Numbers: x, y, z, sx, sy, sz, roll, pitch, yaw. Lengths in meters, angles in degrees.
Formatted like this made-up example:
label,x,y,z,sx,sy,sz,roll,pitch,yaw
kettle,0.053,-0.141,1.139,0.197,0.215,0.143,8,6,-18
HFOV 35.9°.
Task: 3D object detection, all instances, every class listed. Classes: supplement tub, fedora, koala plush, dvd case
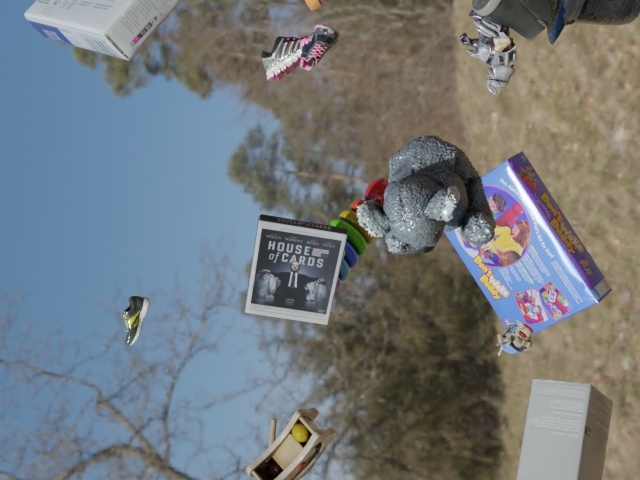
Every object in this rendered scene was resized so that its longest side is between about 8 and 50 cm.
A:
label,x,y,z,sx,sy,sz,roll,pitch,yaw
supplement tub,0.000,0.000,2.055,0.071,0.071,0.107,90,158,-49
fedora,0.532,-0.499,1.830,0.334,0.153,0.334,15,-90,-85
koala plush,0.163,-0.060,1.621,0.221,0.196,0.203,-33,-67,-63
dvd case,-0.052,0.063,2.005,0.029,0.179,0.238,-85,5,-54

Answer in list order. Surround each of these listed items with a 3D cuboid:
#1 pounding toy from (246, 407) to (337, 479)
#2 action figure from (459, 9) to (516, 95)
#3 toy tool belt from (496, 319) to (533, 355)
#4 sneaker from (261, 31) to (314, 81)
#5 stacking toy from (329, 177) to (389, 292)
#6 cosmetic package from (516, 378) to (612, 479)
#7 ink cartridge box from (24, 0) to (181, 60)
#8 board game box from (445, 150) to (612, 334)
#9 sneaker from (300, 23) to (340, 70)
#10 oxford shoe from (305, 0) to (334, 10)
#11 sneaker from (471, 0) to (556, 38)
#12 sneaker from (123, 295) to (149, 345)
label,x,y,z,sx,sy,sz,roll,pitch,yaw
pounding toy,-0.099,0.467,2.222,0.154,0.155,0.269,-13,-38,-51
action figure,0.287,-0.388,1.707,0.185,0.099,0.285,135,130,-81
toy tool belt,0.295,0.155,1.506,0.051,0.052,0.083,-47,-6,-9
sneaker,-0.057,-0.410,2.084,0.074,0.170,0.063,60,-161,6
stacking toy,0.062,-0.014,2.235,0.330,0.141,0.141,-48,-19,-16
cosmetic package,0.369,0.343,1.508,0.127,0.107,0.238,34,-120,-53
ink cartridge box,-0.287,-0.440,1.569,0.330,0.324,0.071,-50,-52,-12
board game box,0.424,0.018,2.109,0.233,0.347,0.078,-35,-4,43
sneaker,-0.004,-0.312,1.615,0.119,0.047,0.057,154,134,-68
oxford shoe,-0.035,-0.794,2.598,0.130,0.133,0.363,-93,-20,-54
sneaker,0.340,-0.425,1.520,0.222,0.118,0.083,-54,31,25
sneaker,-0.301,0.126,1.574,0.031,0.035,0.083,8,80,66
